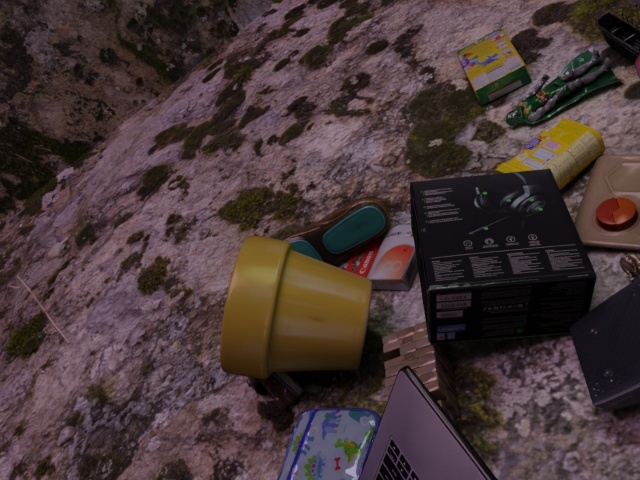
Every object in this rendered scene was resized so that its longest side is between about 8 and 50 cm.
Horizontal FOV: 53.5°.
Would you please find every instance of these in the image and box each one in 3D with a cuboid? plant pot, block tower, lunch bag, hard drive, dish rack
[{"bbox_3d":[-0.035,0.133,1.146,0.238,0.254,0.254,10,49,3],"label":"plant pot"},{"bbox_3d":[0.161,0.277,0.970,0.097,0.091,0.336,-24,38,20],"label":"block tower"},{"bbox_3d":[0.014,0.374,0.995,0.176,0.090,0.219,-8,45,39],"label":"lunch bag"},{"bbox_3d":[0.462,0.111,0.839,0.254,0.054,0.172,-43,20,29],"label":"hard drive"},{"bbox_3d":[0.734,-0.458,1.287,0.271,0.074,0.208,-30,37,11],"label":"dish rack"}]

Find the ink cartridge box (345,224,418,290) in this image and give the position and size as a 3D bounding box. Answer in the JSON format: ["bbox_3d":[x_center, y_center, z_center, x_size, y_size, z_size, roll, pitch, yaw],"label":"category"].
[{"bbox_3d":[0.124,0.032,1.308,0.179,0.045,0.146,0,50,38],"label":"ink cartridge box"}]

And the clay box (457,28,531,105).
[{"bbox_3d":[0.416,-0.428,1.546,0.127,0.053,0.222,-25,37,18],"label":"clay box"}]

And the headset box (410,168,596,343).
[{"bbox_3d":[0.281,0.012,1.050,0.246,0.131,0.283,-6,43,5],"label":"headset box"}]

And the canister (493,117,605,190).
[{"bbox_3d":[0.436,-0.150,1.210,0.170,0.073,0.126,-40,35,-4],"label":"canister"}]

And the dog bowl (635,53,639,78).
[{"bbox_3d":[0.581,-0.152,0.837,0.150,0.407,0.408,-39,31,35],"label":"dog bowl"}]

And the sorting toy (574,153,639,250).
[{"bbox_3d":[0.568,-0.110,1.079,0.229,0.041,0.307,2,52,42],"label":"sorting toy"}]

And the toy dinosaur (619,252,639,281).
[{"bbox_3d":[0.556,0.056,0.883,0.118,0.064,0.268,-58,30,4],"label":"toy dinosaur"}]

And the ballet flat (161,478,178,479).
[{"bbox_3d":[-0.345,0.502,1.197,0.213,0.072,0.068,-23,11,19],"label":"ballet flat"}]

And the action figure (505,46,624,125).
[{"bbox_3d":[0.499,-0.315,1.350,0.232,0.063,0.137,-34,39,12],"label":"action figure"}]

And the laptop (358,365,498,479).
[{"bbox_3d":[0.063,0.435,0.693,0.236,0.408,0.382,-12,43,-28],"label":"laptop"}]

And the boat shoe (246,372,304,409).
[{"bbox_3d":[-0.110,0.265,1.236,0.066,0.066,0.183,-49,37,-12],"label":"boat shoe"}]

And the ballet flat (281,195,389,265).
[{"bbox_3d":[0.000,0.000,1.401,0.342,0.116,0.124,-33,15,17],"label":"ballet flat"}]
